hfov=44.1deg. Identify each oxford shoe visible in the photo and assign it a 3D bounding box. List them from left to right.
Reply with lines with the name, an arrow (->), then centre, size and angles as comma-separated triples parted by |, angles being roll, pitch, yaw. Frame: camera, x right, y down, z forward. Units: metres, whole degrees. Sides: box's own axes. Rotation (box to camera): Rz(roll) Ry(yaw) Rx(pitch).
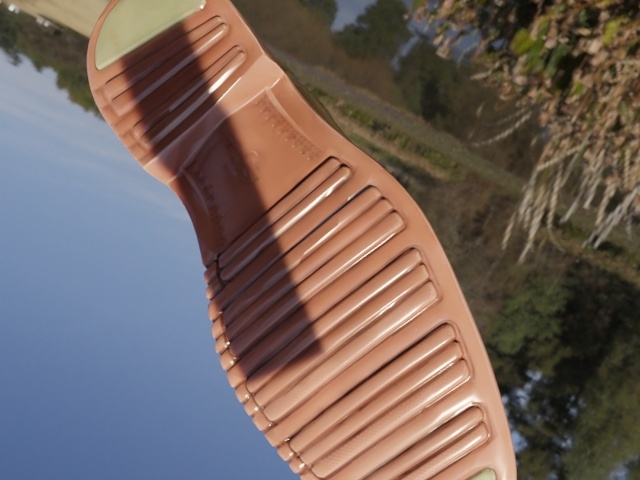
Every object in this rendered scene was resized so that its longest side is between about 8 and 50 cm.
oxford shoe -> 0.000, 0.000, 0.497 | 0.397, 0.140, 0.146 | 61, -167, 20
